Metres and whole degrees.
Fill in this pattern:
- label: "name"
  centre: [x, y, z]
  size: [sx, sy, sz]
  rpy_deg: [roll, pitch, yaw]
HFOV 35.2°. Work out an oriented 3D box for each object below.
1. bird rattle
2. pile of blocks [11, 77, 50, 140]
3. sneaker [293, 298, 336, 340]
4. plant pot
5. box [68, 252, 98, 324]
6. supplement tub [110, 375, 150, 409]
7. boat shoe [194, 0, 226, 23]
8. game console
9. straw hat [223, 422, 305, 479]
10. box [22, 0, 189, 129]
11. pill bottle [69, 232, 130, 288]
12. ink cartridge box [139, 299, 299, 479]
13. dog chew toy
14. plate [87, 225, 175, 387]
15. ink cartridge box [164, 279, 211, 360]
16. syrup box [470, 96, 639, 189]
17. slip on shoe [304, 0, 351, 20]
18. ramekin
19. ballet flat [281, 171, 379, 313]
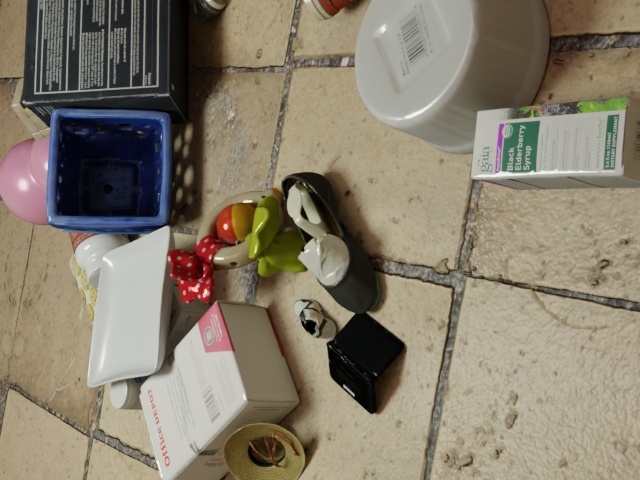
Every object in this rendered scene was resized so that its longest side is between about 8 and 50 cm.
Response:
- label: "bird rattle"
  centre: [-0.146, 0.004, 1.755]
  size: [0.254, 0.143, 0.206]
  rpy_deg: [-22, 39, 25]
- label: "pile of blocks"
  centre: [-0.560, -0.353, 2.240]
  size: [0.113, 0.362, 0.148]
  rpy_deg: [-11, 115, 13]
- label: "sneaker"
  centre: [-0.017, 0.127, 1.657]
  size: [0.109, 0.044, 0.040]
  rpy_deg: [38, 114, 49]
- label: "plant pot"
  centre: [-0.424, -0.125, 2.033]
  size: [0.212, 0.236, 0.235]
  rpy_deg: [140, 130, -75]
- label: "box"
  centre: [-0.465, 0.133, 2.182]
  size: [0.067, 0.063, 0.324]
  rpy_deg: [-57, 45, 28]
- label: "supplement tub"
  centre: [-0.348, 0.296, 1.972]
  size: [0.071, 0.107, 0.070]
  rpy_deg: [-13, 72, 48]
- label: "boat shoe"
  centre: [-0.260, -0.525, 2.059]
  size: [0.065, 0.075, 0.206]
  rpy_deg: [-49, 53, 29]
- label: "game console"
  centre: [0.071, 0.189, 1.563]
  size: [0.122, 0.071, 0.107]
  rpy_deg: [37, 141, 48]
- label: "straw hat"
  centre: [-0.086, 0.343, 1.676]
  size: [0.144, 0.145, 0.061]
  rpy_deg: [-55, 7, 28]
- label: "box"
  centre: [-0.424, -0.389, 2.040]
  size: [0.294, 0.183, 0.296]
  rpy_deg: [-2, 77, 6]
- label: "pill bottle"
  centre: [-0.479, -0.006, 2.181]
  size: [0.121, 0.121, 0.216]
  rpy_deg: [-48, 49, 34]
- label: "ink cartridge box"
  centre: [-0.185, 0.271, 1.771]
  size: [0.283, 0.117, 0.207]
  rpy_deg: [-48, 49, 33]
- label: "dog chew toy"
  centre: [-0.584, -0.169, 2.294]
  size: [0.332, 0.207, 0.206]
  rpy_deg: [-28, 61, 35]
- label: "plate"
  centre: [-0.352, 0.134, 1.917]
  size: [0.277, 0.045, 0.277]
  rpy_deg: [-19, 62, 49]
- label: "ink cartridge box"
  centre: [-0.297, 0.133, 1.963]
  size: [0.139, 0.082, 0.190]
  rpy_deg: [-59, 44, 23]
- label: "syrup box"
  centre: [0.309, -0.117, 1.270]
  size: [0.237, 0.096, 0.093]
  rpy_deg: [3, 85, 50]
- label: "slip on shoe"
  centre: [0.004, -0.532, 1.724]
  size: [0.101, 0.123, 0.331]
  rpy_deg: [-21, 65, 22]
- label: "ramekin"
  centre: [0.174, -0.270, 1.433]
  size: [0.277, 0.135, 0.277]
  rpy_deg: [-13, 73, 48]
- label: "ballet flat"
  centre: [0.000, 0.000, 1.617]
  size: [0.095, 0.096, 0.280]
  rpy_deg: [-46, 50, 26]
